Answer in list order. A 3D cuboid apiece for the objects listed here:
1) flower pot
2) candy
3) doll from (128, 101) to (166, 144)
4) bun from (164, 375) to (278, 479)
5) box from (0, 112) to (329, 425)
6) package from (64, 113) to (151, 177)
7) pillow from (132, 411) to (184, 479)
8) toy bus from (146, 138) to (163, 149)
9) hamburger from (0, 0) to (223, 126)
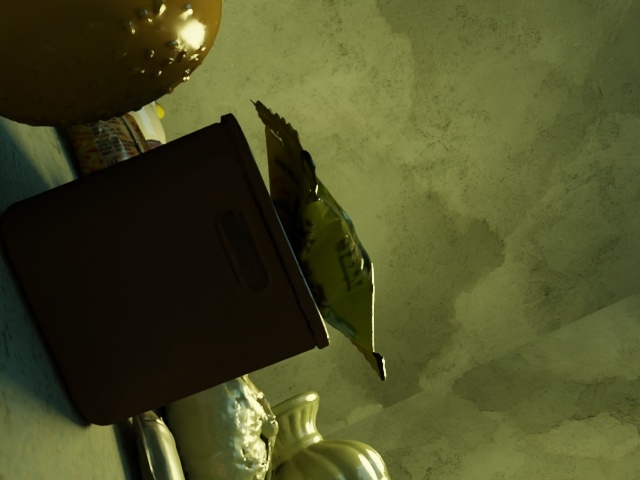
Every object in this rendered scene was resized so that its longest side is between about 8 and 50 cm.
[{"bbox_3d":[-0.039,0.446,1.128,0.244,0.307,0.307,58,-12,20],"label":"flower pot"},{"bbox_3d":[0.000,0.000,0.648,0.187,0.081,0.297,-127,-162,-53],"label":"candy"},{"bbox_3d":[-0.484,-0.320,1.461,0.376,0.187,0.365,95,-15,-45],"label":"doll"},{"bbox_3d":[-0.146,0.290,0.934,0.287,0.146,0.287,159,-90,-82],"label":"bun"},{"bbox_3d":[-0.163,0.024,0.664,0.339,0.229,0.239,-164,-126,-78],"label":"box"},{"bbox_3d":[-0.348,-0.135,1.037,0.223,0.108,0.288,-60,131,-85],"label":"package"},{"bbox_3d":[-0.156,0.280,0.623,0.130,0.038,0.232,85,-18,-52],"label":"pillow"},{"bbox_3d":[-0.370,-0.124,1.243,0.202,0.142,0.142,-179,-113,-80],"label":"toy bus"},{"bbox_3d":[-0.211,-0.214,0.509,0.212,0.274,0.274,61,-9,2],"label":"hamburger"}]
